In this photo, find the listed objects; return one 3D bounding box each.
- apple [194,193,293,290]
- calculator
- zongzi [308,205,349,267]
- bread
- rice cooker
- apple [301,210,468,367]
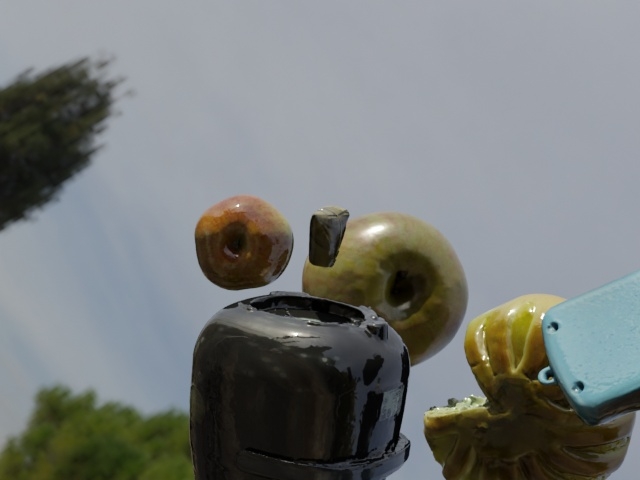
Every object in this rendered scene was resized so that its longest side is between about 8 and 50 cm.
[{"bbox_3d":[-0.096,0.001,1.901,0.126,0.126,0.102,54,0,5],"label":"apple"},{"bbox_3d":[0.376,0.100,1.657,0.051,0.293,0.173,58,11,-45],"label":"calculator"},{"bbox_3d":[0.000,0.000,1.748,0.040,0.083,0.076,19,-76,15],"label":"zongzi"},{"bbox_3d":[0.297,0.242,2.158,0.333,0.160,0.333,0,-89,33],"label":"bread"},{"bbox_3d":[-0.021,0.183,1.739,0.267,0.267,0.224,23,-73,59],"label":"rice cooker"},{"bbox_3d":[0.095,0.082,2.357,0.257,0.257,0.234,57,-19,-3],"label":"apple"}]
